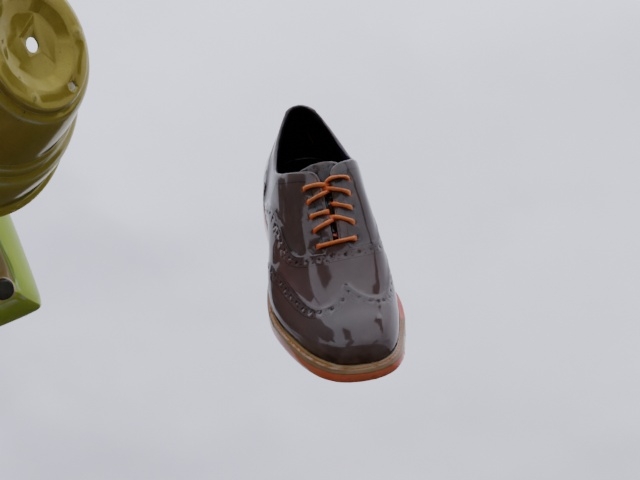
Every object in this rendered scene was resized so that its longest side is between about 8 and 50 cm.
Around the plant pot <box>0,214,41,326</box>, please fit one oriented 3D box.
[{"bbox_3d":[-0.360,-0.003,1.499,0.227,0.228,0.207,-22,9,-16],"label":"plant pot"}]

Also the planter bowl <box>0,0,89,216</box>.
[{"bbox_3d":[-0.231,-0.130,1.320,0.090,0.217,0.217,-14,-28,38],"label":"planter bowl"}]

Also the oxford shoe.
[{"bbox_3d":[0.000,0.000,1.366,0.097,0.271,0.098,-11,-53,-9],"label":"oxford shoe"}]
